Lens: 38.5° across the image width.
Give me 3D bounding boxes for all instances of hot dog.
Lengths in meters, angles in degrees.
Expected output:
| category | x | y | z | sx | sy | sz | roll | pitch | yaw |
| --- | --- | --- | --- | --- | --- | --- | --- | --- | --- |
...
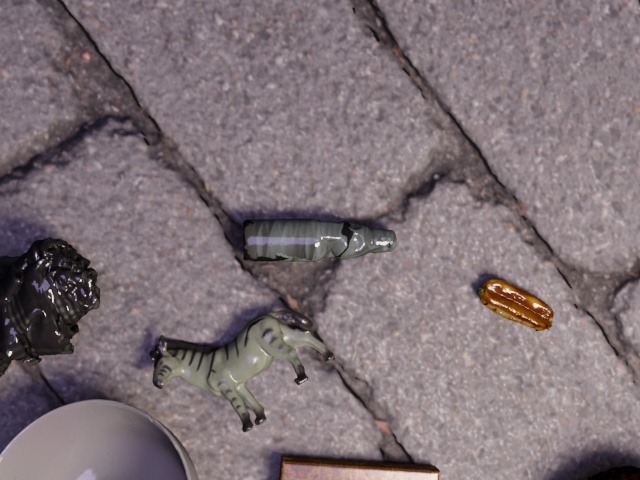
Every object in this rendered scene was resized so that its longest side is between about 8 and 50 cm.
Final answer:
| category | x | y | z | sx | sy | sz | roll | pitch | yaw |
| --- | --- | --- | --- | --- | --- | --- | --- | --- | --- |
| hot dog | 0.275 | 0.092 | 1.288 | 0.122 | 0.037 | 0.049 | 29 | 77 | -9 |

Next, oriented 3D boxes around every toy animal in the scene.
| category | x | y | z | sx | sy | sz | roll | pitch | yaw |
| --- | --- | --- | --- | --- | --- | --- | --- | --- | --- |
| toy animal | -0.111 | 0.160 | 1.243 | 0.217 | 0.073 | 0.176 | -38 | 78 | -7 |

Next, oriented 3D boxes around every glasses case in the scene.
| category | x | y | z | sx | sy | sz | roll | pitch | yaw |
| --- | --- | --- | --- | --- | --- | --- | --- | --- | --- |
| glasses case | 0.051 | 0.342 | 1.263 | 0.218 | 0.049 | 0.075 | 5 | 89 | -4 |

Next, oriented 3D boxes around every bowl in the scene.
| category | x | y | z | sx | sy | sz | roll | pitch | yaw |
| --- | --- | --- | --- | --- | --- | --- | --- | --- | --- |
| bowl | -0.275 | 0.357 | 1.164 | 0.287 | 0.144 | 0.287 | -6 | 65 | 12 |

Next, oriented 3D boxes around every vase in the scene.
| category | x | y | z | sx | sy | sz | roll | pitch | yaw |
| --- | --- | --- | --- | --- | --- | --- | --- | --- | --- |
| vase | 0.000 | 0.000 | 1.254 | 0.211 | 0.060 | 0.060 | 0 | 90 | -6 |

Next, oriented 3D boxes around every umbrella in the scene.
| category | x | y | z | sx | sy | sz | roll | pitch | yaw |
| --- | --- | --- | --- | --- | --- | --- | --- | --- | --- |
| umbrella | -0.421 | 0.146 | 1.200 | 0.154 | 0.128 | 0.337 | 38 | 94 | 12 |

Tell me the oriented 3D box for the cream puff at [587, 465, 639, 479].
| category | x | y | z | sx | sy | sz | roll | pitch | yaw |
| --- | --- | --- | --- | --- | --- | --- | --- | --- | --- |
| cream puff | 0.419 | 0.422 | 1.233 | 0.239 | 0.165 | 0.239 | 0 | 91 | -4 |
